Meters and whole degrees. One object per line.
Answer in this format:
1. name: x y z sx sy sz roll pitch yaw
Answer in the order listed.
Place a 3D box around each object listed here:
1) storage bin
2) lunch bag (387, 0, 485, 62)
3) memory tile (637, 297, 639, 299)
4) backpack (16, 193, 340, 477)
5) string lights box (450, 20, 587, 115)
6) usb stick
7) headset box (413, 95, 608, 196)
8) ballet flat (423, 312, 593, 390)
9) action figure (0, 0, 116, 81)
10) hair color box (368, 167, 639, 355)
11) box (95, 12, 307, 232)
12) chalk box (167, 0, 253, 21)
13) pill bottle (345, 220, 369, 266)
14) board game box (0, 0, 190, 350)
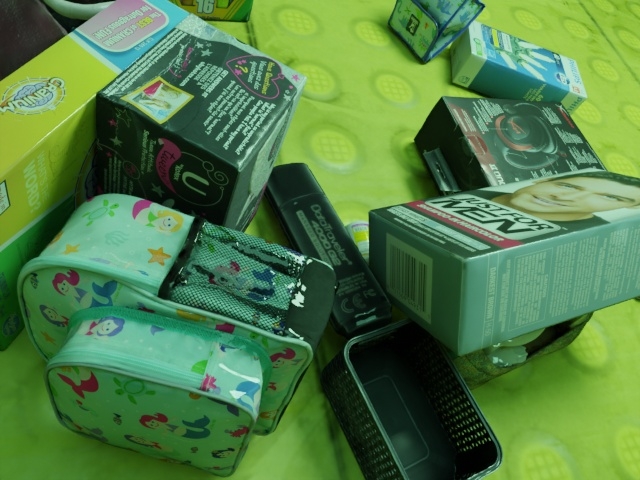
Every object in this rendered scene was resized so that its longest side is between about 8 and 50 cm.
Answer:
1. storage bin: 0.095 0.191 0.576 0.122 0.084 0.180 -14 64 -29
2. lunch bag: 0.220 -0.451 1.029 0.096 0.151 0.128 -5 54 -54
3. memory tile: 0.590 0.083 0.887 0.148 0.012 0.113 -33 73 -34
4. backpack: -0.138 0.084 0.472 0.254 0.225 0.191 24 47 1
5. string lights box: 0.401 -0.347 1.068 0.260 0.076 0.133 16 52 -11
6. usb stick: 0.000 0.000 0.661 0.077 0.045 0.277 -18 53 -16
7. headset box: 0.307 -0.121 0.855 0.294 0.110 0.217 -5 59 -24
8. ballet flat: 0.287 0.096 0.695 0.349 0.123 0.123 -19 66 -31
9. action figure: -0.405 -0.294 0.612 0.370 0.276 0.248 39 57 -10
10. hair color box: 0.267 0.004 0.638 0.375 0.113 0.185 -11 23 -22
11. box: -0.133 -0.079 0.567 0.142 0.247 0.163 29 52 -3
12. chalk box: -0.190 -0.531 0.830 0.179 0.289 0.180 -9 61 -26
13. pill bottle: 0.058 0.017 0.705 0.044 0.043 0.083 1 58 -21
14. board game box: -0.252 -0.075 0.524 0.064 0.242 0.316 29 52 -3
